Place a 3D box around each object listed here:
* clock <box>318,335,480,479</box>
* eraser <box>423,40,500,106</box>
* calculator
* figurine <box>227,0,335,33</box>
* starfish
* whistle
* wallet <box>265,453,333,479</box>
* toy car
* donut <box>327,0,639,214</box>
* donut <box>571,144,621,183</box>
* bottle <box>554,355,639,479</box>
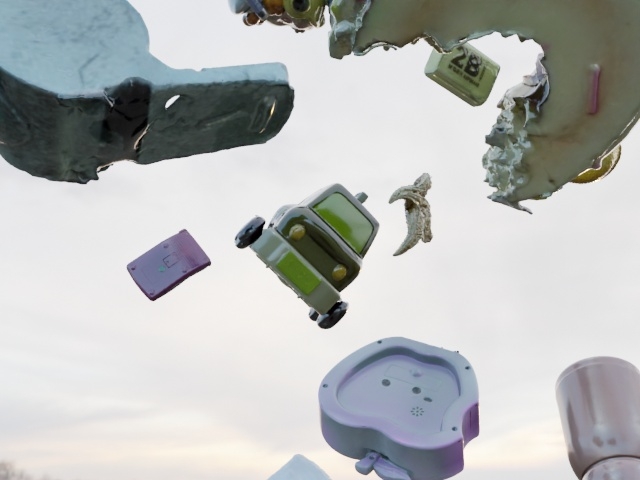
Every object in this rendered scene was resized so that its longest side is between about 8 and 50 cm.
[{"bbox_3d":[0.164,0.342,1.621,0.339,0.338,0.102,-3,-56,6],"label":"clock"},{"bbox_3d":[0.343,-0.411,1.894,0.172,0.117,0.058,27,-8,-26],"label":"eraser"},{"bbox_3d":[-0.388,0.061,2.011,0.191,0.126,0.034,-34,-14,-22],"label":"calculator"},{"bbox_3d":[0.003,-0.522,1.626,0.382,0.205,0.224,7,20,-11],"label":"figurine"},{"bbox_3d":[0.198,-0.058,1.648,0.071,0.215,0.238,-7,-24,25],"label":"starfish"},{"bbox_3d":[-0.237,-0.170,0.952,0.405,0.188,0.168,16,-35,-10],"label":"whistle"},{"bbox_3d":[-0.057,0.342,0.933,0.124,0.183,0.032,35,-19,49],"label":"wallet"},{"bbox_3d":[0.000,0.000,1.224,0.204,0.198,0.248,44,-5,-5],"label":"toy car"},{"bbox_3d":[0.213,-0.230,0.871,0.371,0.150,0.307,37,-60,-23],"label":"donut"},{"bbox_3d":[0.494,-0.173,1.511,0.152,0.151,0.058,-14,10,34],"label":"donut"},{"bbox_3d":[0.556,0.382,1.467,0.206,0.296,0.173,32,-55,-19],"label":"bottle"}]
